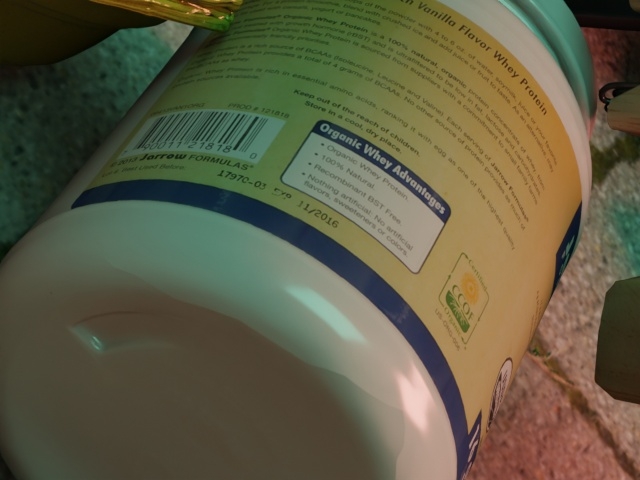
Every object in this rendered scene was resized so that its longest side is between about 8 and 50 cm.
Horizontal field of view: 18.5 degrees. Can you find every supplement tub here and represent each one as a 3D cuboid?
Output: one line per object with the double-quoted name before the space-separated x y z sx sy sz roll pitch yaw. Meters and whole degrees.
"supplement tub" 0.000 0.000 0.953 0.228 0.228 0.316 45 43 -12

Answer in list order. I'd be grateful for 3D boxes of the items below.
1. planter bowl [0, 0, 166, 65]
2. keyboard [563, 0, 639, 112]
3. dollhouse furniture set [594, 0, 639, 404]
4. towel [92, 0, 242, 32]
"planter bowl" -0.160 -0.150 0.982 0.217 0.090 0.217 28 23 -13
"keyboard" 0.256 -0.151 1.296 0.317 0.033 0.201 4 57 5
"dollhouse furniture set" 0.323 0.073 1.077 0.394 0.256 0.362 6 93 -61
"towel" -0.133 -0.180 0.932 0.102 0.021 0.237 9 32 -48
